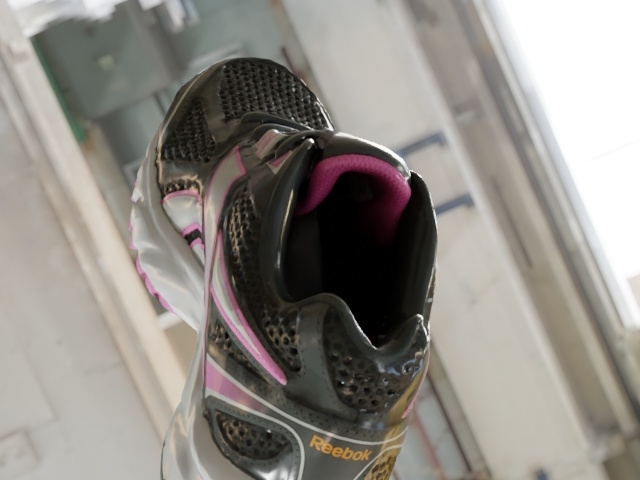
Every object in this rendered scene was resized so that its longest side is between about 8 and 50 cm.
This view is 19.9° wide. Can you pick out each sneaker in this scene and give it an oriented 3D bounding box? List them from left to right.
[{"bbox_3d":[0.000,0.000,0.455,0.072,0.077,0.178,13,-146,-22],"label":"sneaker"}]
